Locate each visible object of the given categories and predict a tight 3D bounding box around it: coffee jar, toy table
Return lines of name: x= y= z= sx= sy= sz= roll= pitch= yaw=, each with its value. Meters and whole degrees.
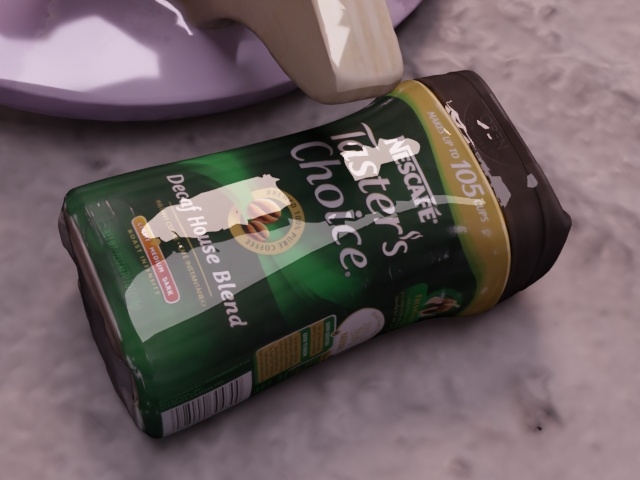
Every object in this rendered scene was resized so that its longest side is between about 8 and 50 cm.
coffee jar: x=0.000 y=0.000 z=0.455 sx=0.184 sy=0.079 sz=0.096 roll=-20 pitch=64 yaw=-17
toy table: x=-0.044 y=-0.153 z=0.462 sx=0.274 sy=0.161 sz=0.252 roll=-25 pitch=87 yaw=-22
